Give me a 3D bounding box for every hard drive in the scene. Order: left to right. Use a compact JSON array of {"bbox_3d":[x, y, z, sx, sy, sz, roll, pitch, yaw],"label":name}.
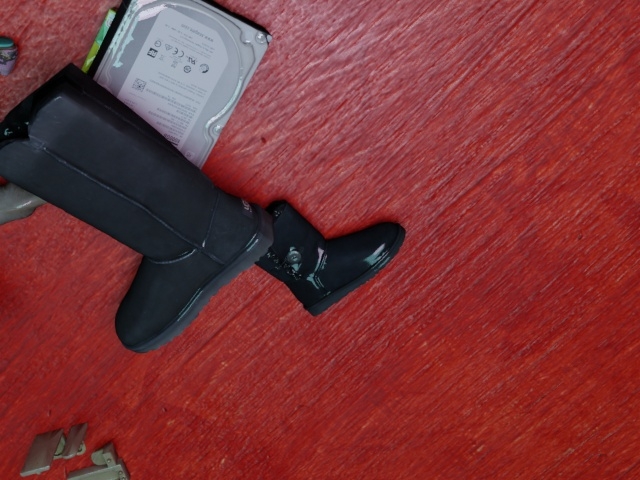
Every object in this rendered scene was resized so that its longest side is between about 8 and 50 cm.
[{"bbox_3d":[-0.260,-0.242,1.427,0.237,0.064,0.339,23,110,-30],"label":"hard drive"}]

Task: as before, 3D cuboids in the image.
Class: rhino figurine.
[{"bbox_3d":[-0.521,-0.071,1.488,0.243,0.106,0.073,-14,112,2],"label":"rhino figurine"}]

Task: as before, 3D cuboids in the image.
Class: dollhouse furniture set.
[{"bbox_3d":[-0.469,0.454,1.688,0.144,0.123,0.151,-16,111,3],"label":"dollhouse furniture set"}]

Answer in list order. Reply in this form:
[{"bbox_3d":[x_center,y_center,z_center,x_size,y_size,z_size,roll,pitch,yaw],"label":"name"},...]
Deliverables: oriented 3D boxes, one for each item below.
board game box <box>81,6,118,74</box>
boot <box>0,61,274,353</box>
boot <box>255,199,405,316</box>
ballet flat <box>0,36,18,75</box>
[{"bbox_3d":[-0.343,-0.284,1.449,0.092,0.043,0.181,27,107,-13],"label":"board game box"},{"bbox_3d":[-0.349,-0.027,1.404,0.367,0.146,0.445,-43,132,14],"label":"boot"},{"bbox_3d":[0.000,0.000,1.553,0.246,0.094,0.207,-39,112,18],"label":"boot"},{"bbox_3d":[-0.599,-0.298,1.388,0.221,0.077,0.079,4,117,-30],"label":"ballet flat"}]
